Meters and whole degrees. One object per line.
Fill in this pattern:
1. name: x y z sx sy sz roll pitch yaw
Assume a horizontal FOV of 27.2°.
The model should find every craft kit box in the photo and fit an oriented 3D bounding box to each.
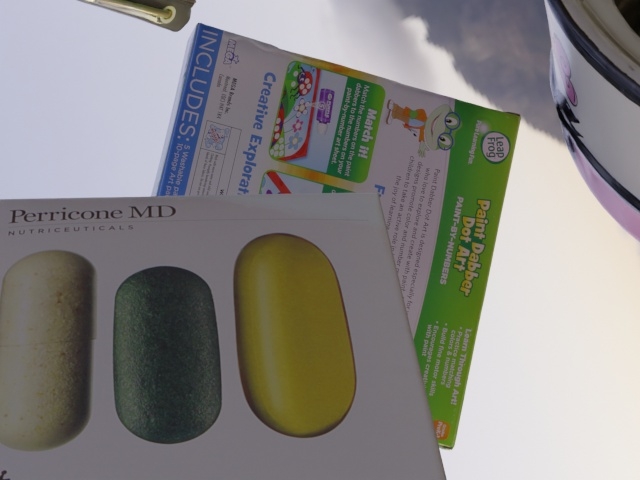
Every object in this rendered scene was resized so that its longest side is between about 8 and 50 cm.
1. craft kit box: 0.000 0.000 0.933 0.061 0.247 0.250 159 125 -76

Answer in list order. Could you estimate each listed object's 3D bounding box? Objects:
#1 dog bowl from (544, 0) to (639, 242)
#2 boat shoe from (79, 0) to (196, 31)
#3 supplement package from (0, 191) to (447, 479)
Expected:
1. dog bowl: 0.331 -0.115 0.829 0.150 0.408 0.408 90 171 -47
2. boat shoe: -0.203 -0.180 0.728 0.109 0.305 0.091 43 123 59
3. supplement package: -0.058 0.134 0.614 0.262 0.199 0.198 -100 11 -49
